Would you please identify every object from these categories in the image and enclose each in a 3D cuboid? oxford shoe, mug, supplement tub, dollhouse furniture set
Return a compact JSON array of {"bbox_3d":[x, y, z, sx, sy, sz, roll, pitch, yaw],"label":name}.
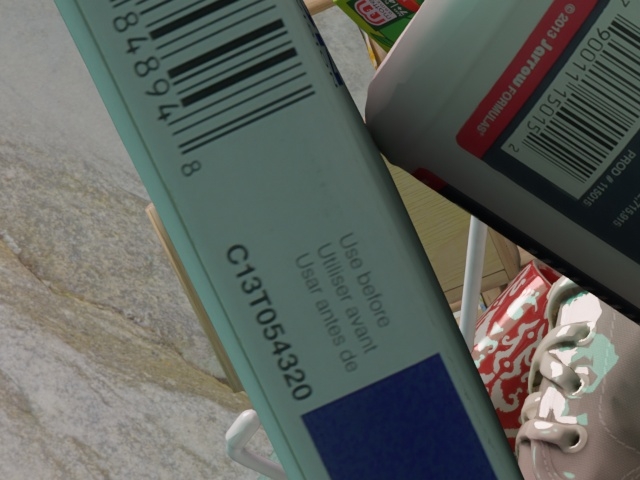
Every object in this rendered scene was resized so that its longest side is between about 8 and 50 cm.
[{"bbox_3d":[0.156,0.084,0.718,0.449,0.130,0.169,-58,-4,-15],"label":"oxford shoe"},{"bbox_3d":[0.146,0.101,1.114,0.169,0.113,0.150,-53,5,15],"label":"mug"},{"bbox_3d":[0.172,-0.047,0.542,0.191,0.272,0.191,-57,3,4],"label":"supplement tub"},{"bbox_3d":[0.034,-0.047,1.302,0.257,0.362,0.394,-21,13,13],"label":"dollhouse furniture set"}]

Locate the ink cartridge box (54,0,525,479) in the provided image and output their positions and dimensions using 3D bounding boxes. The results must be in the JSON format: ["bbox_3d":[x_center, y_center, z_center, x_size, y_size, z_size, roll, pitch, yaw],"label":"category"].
[{"bbox_3d":[0.000,0.000,0.556,0.071,0.324,0.330,-26,6,4],"label":"ink cartridge box"}]

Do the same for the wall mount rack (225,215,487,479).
[{"bbox_3d":[0.066,0.134,0.943,0.304,0.130,0.350,-45,30,22],"label":"wall mount rack"}]

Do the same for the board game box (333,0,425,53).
[{"bbox_3d":[0.100,-0.091,0.683,0.043,0.181,0.092,-17,38,56],"label":"board game box"}]
